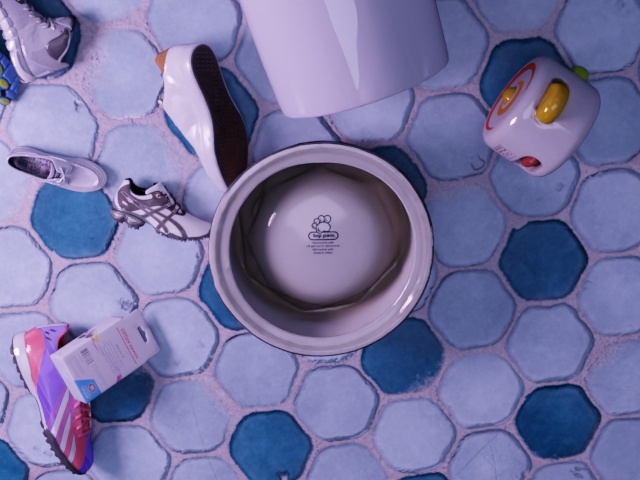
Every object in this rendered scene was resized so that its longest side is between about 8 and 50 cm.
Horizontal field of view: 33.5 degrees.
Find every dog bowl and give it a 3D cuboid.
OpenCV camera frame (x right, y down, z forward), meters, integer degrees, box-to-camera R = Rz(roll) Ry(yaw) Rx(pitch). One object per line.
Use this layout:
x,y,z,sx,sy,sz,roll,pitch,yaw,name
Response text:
0.000,0.000,1.967,0.408,0.150,0.408,-1,108,-2,dog bowl

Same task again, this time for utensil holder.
0.014,-0.434,1.753,0.327,0.327,0.385,-17,109,4,utensil holder

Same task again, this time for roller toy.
0.384,-0.222,1.886,0.146,0.209,0.191,32,124,-9,roller toy

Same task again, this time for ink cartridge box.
-0.413,0.218,2.052,0.181,0.061,0.104,-35,109,-31,ink cartridge box

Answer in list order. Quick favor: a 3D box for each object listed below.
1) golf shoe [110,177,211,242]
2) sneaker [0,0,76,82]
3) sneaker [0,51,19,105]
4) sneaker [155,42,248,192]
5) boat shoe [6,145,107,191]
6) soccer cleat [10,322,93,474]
-0.290,-0.058,1.988,0.198,0.077,0.094,14,106,-6,golf shoe
-0.504,-0.402,1.883,0.132,0.086,0.229,-16,117,-1,sneaker
-0.610,-0.326,1.909,0.067,0.078,0.188,-46,120,-17,sneaker
-0.220,-0.223,1.944,0.123,0.106,0.290,4,121,35,sneaker
-0.490,-0.131,1.968,0.184,0.063,0.066,21,105,-7,boat shoe
-0.496,0.312,2.086,0.116,0.108,0.318,-19,104,1,soccer cleat
